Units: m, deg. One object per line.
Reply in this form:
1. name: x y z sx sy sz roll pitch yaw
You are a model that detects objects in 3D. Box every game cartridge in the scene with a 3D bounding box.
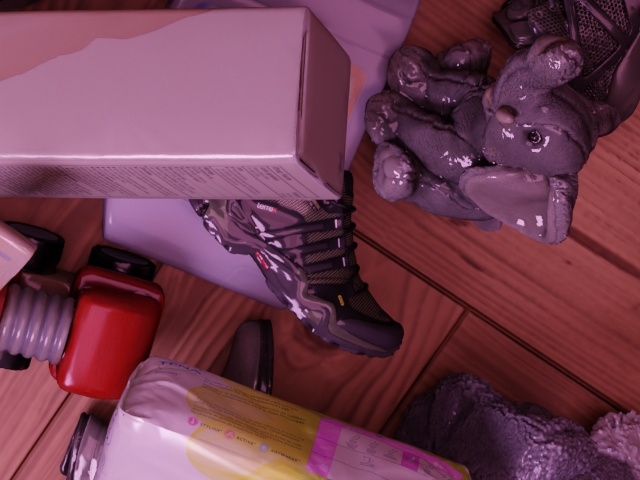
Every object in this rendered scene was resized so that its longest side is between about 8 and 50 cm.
1. game cartridge: -0.062 -0.110 1.662 0.198 0.062 0.297 21 97 -16

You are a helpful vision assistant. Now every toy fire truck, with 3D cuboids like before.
1. toy fire truck: -0.229 0.048 1.568 0.217 0.246 0.158 16 99 -11

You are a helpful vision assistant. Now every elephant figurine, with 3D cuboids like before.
1. elephant figurine: 0.161 -0.079 1.583 0.186 0.239 0.169 -4 97 -42

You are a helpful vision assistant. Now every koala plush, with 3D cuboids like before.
1. koala plush: 0.193 0.215 1.717 0.221 0.203 0.196 13 109 -31

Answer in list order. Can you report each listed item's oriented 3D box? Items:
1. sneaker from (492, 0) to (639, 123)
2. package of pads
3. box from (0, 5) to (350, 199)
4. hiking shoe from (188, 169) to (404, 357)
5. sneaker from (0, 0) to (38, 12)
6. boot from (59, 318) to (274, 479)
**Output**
1. sneaker: 0.226 -0.219 1.662 0.130 0.087 0.227 12 104 -16
2. package of pads: -0.043 0.239 1.595 0.296 0.101 0.229 19 120 0
3. box: -0.143 -0.103 1.537 0.311 0.148 0.121 1 79 14
4. hiking shoe: 0.000 0.000 1.622 0.227 0.086 0.114 43 96 -13
5. sneaker: -0.236 -0.288 1.578 0.315 0.127 0.182 -14 88 2
6. boot: -0.135 0.172 1.695 0.161 0.083 0.246 15 97 -5
